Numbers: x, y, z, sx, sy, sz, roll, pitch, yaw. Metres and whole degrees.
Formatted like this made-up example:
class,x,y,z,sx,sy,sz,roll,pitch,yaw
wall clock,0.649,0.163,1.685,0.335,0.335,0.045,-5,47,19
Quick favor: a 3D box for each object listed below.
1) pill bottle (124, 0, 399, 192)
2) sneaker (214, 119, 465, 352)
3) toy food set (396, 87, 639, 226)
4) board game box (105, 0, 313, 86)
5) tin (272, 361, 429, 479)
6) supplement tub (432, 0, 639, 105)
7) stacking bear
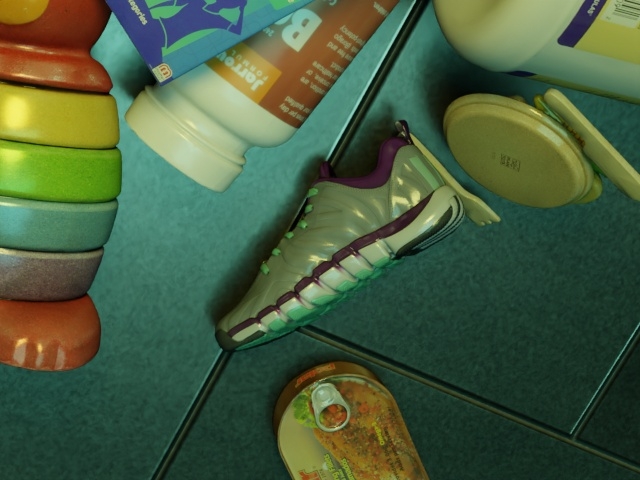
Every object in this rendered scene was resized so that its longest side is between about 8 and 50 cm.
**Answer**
class,x,y,z,sx,sy,sz,roll,pitch,yaw
pill bottle,-0.039,-0.145,0.966,0.121,0.121,0.216,34,99,-24
sneaker,0.000,0.000,1.078,0.223,0.083,0.098,-32,79,11
toy food set,0.154,-0.070,1.035,0.132,0.192,0.038,43,63,-23
board game box,-0.051,-0.215,0.847,0.210,0.047,0.160,-28,108,17
tin,0.027,0.188,1.166,0.106,0.040,0.190,-26,116,-8
supplement tub,0.268,-0.206,0.958,0.331,0.241,0.241,11,108,-19
stacking bear,-0.208,-0.079,0.931,0.175,0.164,0.289,11,98,6
